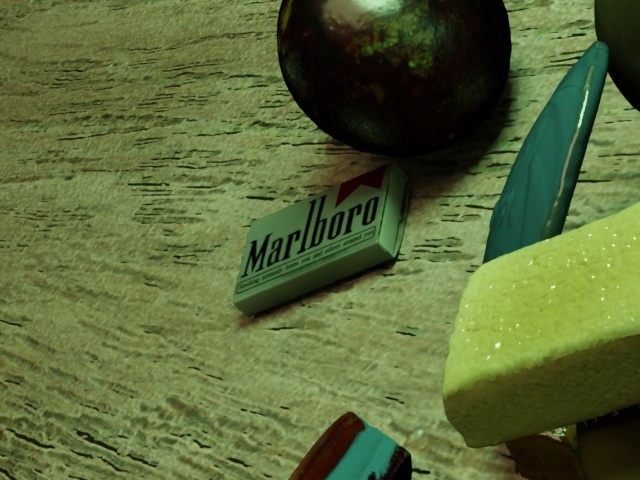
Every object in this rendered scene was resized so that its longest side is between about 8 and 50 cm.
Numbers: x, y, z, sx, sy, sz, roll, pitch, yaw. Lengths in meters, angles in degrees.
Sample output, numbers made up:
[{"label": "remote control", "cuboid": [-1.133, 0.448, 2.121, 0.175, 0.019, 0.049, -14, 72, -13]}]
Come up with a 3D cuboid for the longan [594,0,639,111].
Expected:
[{"label": "longan", "cuboid": [0.350, -0.209, 1.357, 0.300, 0.243, 0.300, -24, 15, 7]}]

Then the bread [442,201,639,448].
[{"label": "bread", "cuboid": [0.167, 0.051, 1.107, 0.188, 0.068, 0.125, -24, 34, 39]}]

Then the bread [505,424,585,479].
[{"label": "bread", "cuboid": [0.180, 0.133, 1.278, 0.070, 0.077, 0.083, 6, 53, 38]}]

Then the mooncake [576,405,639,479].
[{"label": "mooncake", "cuboid": [0.306, 0.105, 1.079, 0.284, 0.155, 0.284, -31, 32, 21]}]

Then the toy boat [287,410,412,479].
[{"label": "toy boat", "cuboid": [-0.024, 0.262, 1.244, 0.079, 0.136, 0.392, 8, 31, 19]}]

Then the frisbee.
[{"label": "frisbee", "cuboid": [0.155, -0.016, 1.337, 0.289, 0.049, 0.290, 17, -90, -86]}]

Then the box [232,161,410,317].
[{"label": "box", "cuboid": [0.000, 0.000, 1.692, 0.177, 0.036, 0.115, -22, 35, 31]}]

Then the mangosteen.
[{"label": "mangosteen", "cuboid": [0.061, -0.169, 1.705, 0.289, 0.231, 0.231, 114, 180, -55]}]
